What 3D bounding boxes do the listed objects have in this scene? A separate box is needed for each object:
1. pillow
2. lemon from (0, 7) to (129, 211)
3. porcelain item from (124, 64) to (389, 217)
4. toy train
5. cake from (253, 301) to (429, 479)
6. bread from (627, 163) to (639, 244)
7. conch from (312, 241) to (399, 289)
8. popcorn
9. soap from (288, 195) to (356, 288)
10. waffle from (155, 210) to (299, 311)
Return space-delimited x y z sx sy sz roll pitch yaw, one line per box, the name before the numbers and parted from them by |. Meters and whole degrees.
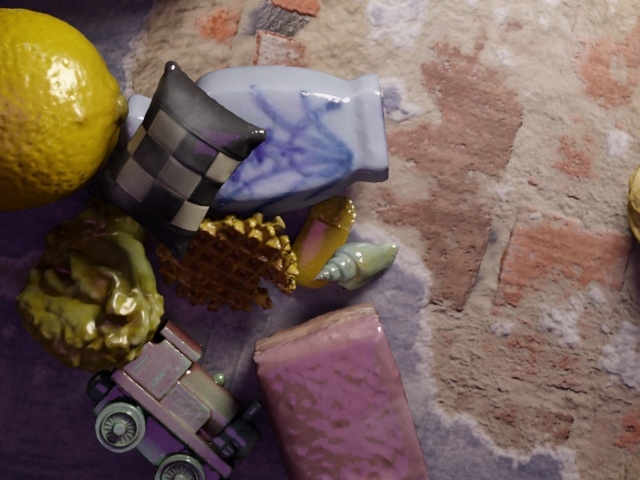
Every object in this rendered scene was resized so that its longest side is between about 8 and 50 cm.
pillow | -0.216 -0.115 1.640 0.186 0.106 0.250 38 108 5
lemon | -0.474 -0.196 1.673 0.336 0.336 0.336 -1 99 -4
porcelain item | -0.098 -0.158 1.764 0.405 0.178 0.243 -6 100 3
toy train | -0.237 0.296 1.851 0.304 0.150 0.221 43 87 -7
cake | 0.033 0.272 1.813 0.230 0.237 0.309 -16 98 -1
bread | 0.624 -0.065 1.853 0.244 0.134 0.244 0 95 -4
conch | 0.061 0.048 1.855 0.180 0.065 0.088 -16 114 -31
popcorn | -0.378 0.079 1.774 0.225 0.174 0.286 -18 64 11
soap | 0.000 0.000 1.871 0.089 0.033 0.168 19 96 -15
waffle | -0.152 0.038 1.803 0.231 0.051 0.229 -2 140 5
